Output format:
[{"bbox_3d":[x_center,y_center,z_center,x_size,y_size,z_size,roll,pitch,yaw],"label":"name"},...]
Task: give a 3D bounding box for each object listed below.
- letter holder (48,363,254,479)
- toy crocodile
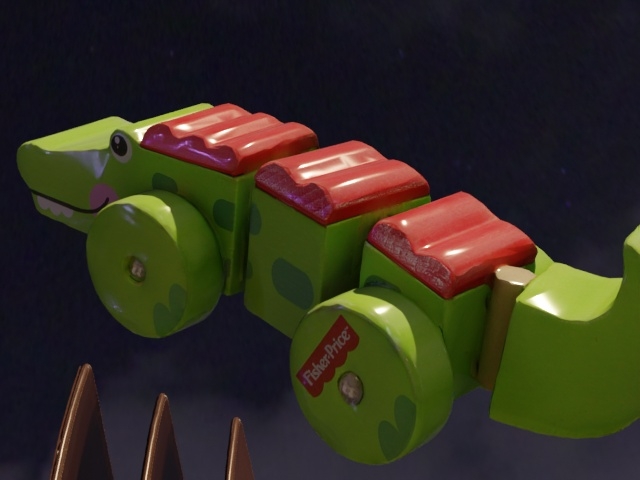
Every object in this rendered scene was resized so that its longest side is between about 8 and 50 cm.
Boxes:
[{"bbox_3d":[-0.145,0.257,1.270,0.152,0.302,0.214,-6,-60,3],"label":"letter holder"},{"bbox_3d":[0.000,0.000,0.613,0.115,0.341,0.105,-20,-56,-43],"label":"toy crocodile"}]
